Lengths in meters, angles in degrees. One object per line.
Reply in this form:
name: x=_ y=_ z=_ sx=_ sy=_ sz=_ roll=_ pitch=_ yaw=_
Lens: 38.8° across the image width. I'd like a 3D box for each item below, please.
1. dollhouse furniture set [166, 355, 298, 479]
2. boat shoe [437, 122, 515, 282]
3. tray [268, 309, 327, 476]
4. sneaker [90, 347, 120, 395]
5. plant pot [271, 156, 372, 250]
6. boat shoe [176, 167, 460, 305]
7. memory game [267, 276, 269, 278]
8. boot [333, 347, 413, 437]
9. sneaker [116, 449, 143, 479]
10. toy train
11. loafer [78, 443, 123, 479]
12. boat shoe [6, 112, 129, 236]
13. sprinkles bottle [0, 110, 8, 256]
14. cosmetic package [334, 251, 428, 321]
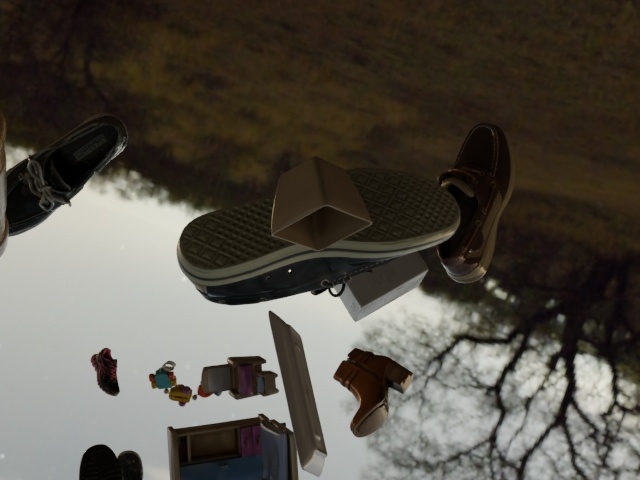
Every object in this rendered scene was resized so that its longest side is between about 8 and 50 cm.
dollhouse furniture set: x=-0.155 y=0.385 z=1.672 sx=0.198 sy=0.287 sz=0.303 roll=-5 pitch=-175 yaw=-21
boat shoe: x=0.292 y=-0.094 z=1.788 sx=0.123 sy=0.342 sz=0.123 roll=2 pitch=157 yaw=39
tray: x=-0.033 y=0.257 z=1.536 sx=0.030 sy=0.270 sz=0.145 roll=-16 pitch=158 yaw=7
sneaker: x=-0.475 y=0.293 z=2.042 sx=0.047 sy=0.057 sz=0.119 roll=19 pitch=-146 yaw=-56
plant pot: x=-0.005 y=-0.058 z=1.329 sx=0.109 sy=0.096 sz=0.109 roll=-28 pitch=151 yaw=33
boat shoe: x=0.000 y=0.000 z=1.594 sx=0.500 sy=0.187 sz=0.156 roll=-14 pitch=146 yaw=-10
memory game: x=-0.186 y=0.083 z=2.175 sx=0.186 sy=0.012 sz=0.186 roll=-2 pitch=155 yaw=-1
boot: x=0.083 y=0.317 z=1.914 sx=0.152 sy=0.197 sz=0.073 roll=22 pitch=139 yaw=34
sneaker: x=-0.423 y=0.533 z=1.984 sx=0.085 sy=0.237 sz=0.086 roll=8 pitch=-144 yaw=-4
toy train: x=-0.315 y=0.323 z=2.110 sx=0.166 sy=0.125 sz=0.046 roll=36 pitch=-151 yaw=-29
loafer: x=-0.409 y=0.493 z=1.699 sx=0.080 sy=0.220 sz=0.078 roll=-6 pitch=169 yaw=-23
boat shoe: x=-0.463 y=-0.106 z=1.576 sx=0.113 sy=0.306 sz=0.105 roll=57 pitch=-179 yaw=-16
sprinkles bottle: x=-0.535 y=-0.080 z=1.372 sx=0.121 sy=0.121 sz=0.355 roll=18 pitch=149 yaw=-9
cosmetic package: x=0.126 y=0.068 z=2.105 sx=0.151 sy=0.183 sz=0.151 roll=59 pitch=168 yaw=14
